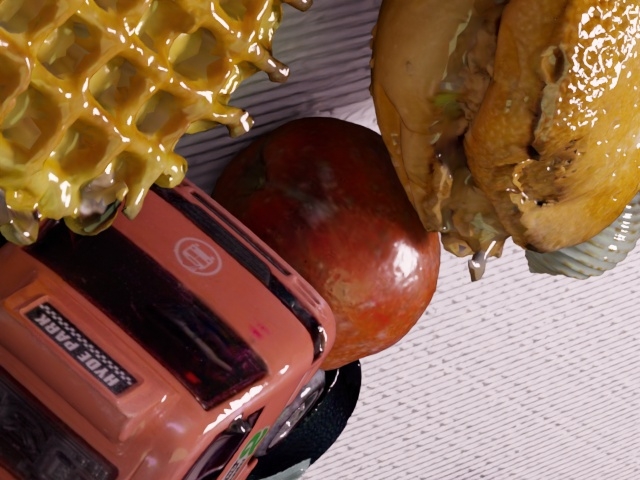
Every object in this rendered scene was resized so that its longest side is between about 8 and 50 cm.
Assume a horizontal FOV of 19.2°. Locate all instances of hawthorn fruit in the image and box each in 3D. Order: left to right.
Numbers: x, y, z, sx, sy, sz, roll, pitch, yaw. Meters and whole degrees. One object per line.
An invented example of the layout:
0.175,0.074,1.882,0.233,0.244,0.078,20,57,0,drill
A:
0.000,0.000,1.293,0.173,0.173,0.173,-25,147,-18,hawthorn fruit

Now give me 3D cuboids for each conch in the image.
0.197,-0.046,1.484,0.135,0.102,0.153,18,87,-41,conch

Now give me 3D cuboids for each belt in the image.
-0.065,0.114,1.390,0.198,0.151,0.078,-32,149,-3,belt

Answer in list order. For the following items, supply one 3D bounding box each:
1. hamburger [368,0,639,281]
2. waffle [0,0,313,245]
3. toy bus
0.158,-0.133,1.224,0.314,0.170,0.290,-52,147,-17,hamburger
-0.116,-0.141,0.969,0.329,0.062,0.329,-30,135,-35,waffle
-0.188,0.164,1.226,0.427,0.203,0.233,-55,170,28,toy bus
